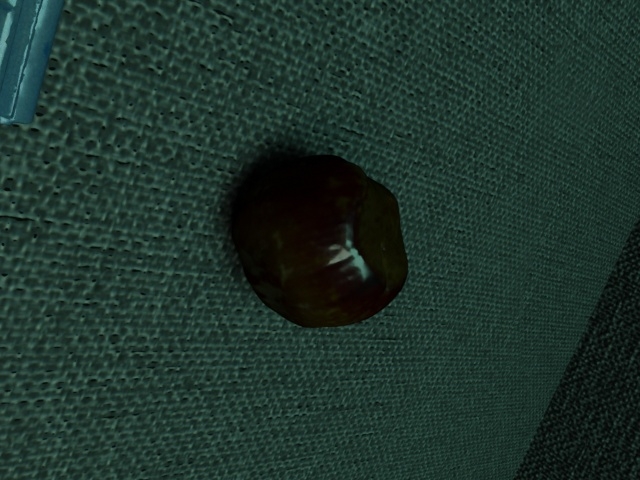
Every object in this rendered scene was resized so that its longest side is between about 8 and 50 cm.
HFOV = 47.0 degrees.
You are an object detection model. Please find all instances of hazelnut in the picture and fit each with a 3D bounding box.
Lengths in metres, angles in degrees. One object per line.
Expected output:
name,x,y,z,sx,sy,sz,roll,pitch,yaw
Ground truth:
hazelnut,0.000,0.000,0.946,0.218,0.218,0.233,-37,117,-24

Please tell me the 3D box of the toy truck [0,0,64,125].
toy truck,-0.338,-0.171,0.470,0.367,0.175,0.146,-4,118,-54
